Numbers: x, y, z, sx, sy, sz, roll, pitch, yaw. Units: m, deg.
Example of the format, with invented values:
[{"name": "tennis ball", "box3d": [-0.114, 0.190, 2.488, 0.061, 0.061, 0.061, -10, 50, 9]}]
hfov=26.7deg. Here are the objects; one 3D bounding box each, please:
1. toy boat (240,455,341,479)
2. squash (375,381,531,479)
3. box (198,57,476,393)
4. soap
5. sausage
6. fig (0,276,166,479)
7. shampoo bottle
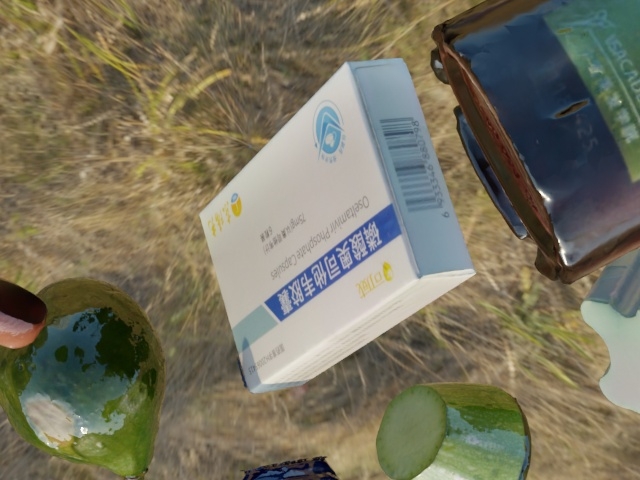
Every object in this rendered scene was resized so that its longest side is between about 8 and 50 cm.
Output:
[{"name": "toy boat", "box3d": [-0.022, 0.357, 1.330, 0.072, 0.318, 0.219, -25, 140, 35]}, {"name": "squash", "box3d": [0.149, 0.237, 1.578, 0.123, 0.170, 0.170, 24, 93, -34]}, {"name": "box", "box3d": [0.000, 0.000, 1.238, 0.065, 0.343, 0.200, -9, 74, -31]}, {"name": "soap", "box3d": [0.361, 0.054, 1.196, 0.208, 0.347, 0.115, -8, 104, 26]}, {"name": "sausage", "box3d": [-0.303, 0.068, 1.270, 0.054, 0.094, 0.059, -23, 53, 33]}, {"name": "fig", "box3d": [-0.250, 0.165, 1.478, 0.195, 0.195, 0.245, -32, 113, 0]}, {"name": "shampoo bottle", "box3d": [0.214, -0.108, 0.585, 0.323, 0.084, 0.129, -26, 85, -6]}]
